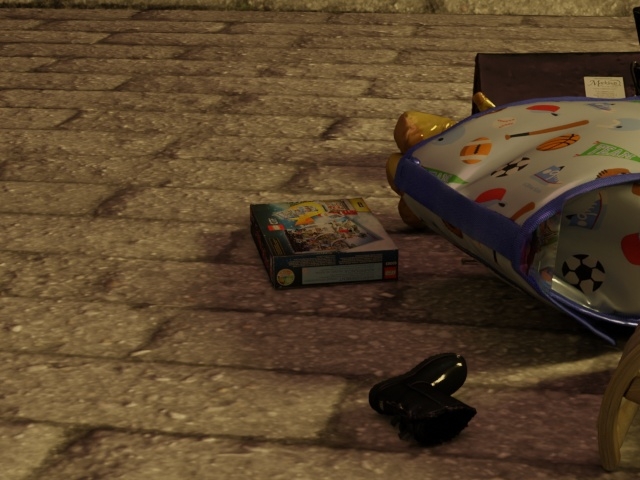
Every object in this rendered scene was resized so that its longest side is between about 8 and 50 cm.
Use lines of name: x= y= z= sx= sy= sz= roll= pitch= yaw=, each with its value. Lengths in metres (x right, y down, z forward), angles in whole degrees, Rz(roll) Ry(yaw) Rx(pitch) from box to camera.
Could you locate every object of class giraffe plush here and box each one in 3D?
giraffe plush: x=0.212 y=-0.093 z=1.934 sx=0.210 sy=0.181 sz=0.170 roll=-24 pitch=23 yaw=-14

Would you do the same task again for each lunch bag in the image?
lunch bag: x=0.315 y=-0.032 z=1.666 sx=0.385 sy=0.239 sz=0.328 roll=-1 pitch=18 yaw=-23

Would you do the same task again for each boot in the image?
boot: x=0.116 y=0.155 z=1.405 sx=0.121 sy=0.045 sz=0.099 roll=-19 pitch=22 yaw=-25

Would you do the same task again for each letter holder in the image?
letter holder: x=0.390 y=-0.167 z=2.246 sx=0.302 sy=0.214 sz=0.152 roll=0 pitch=50 yaw=2

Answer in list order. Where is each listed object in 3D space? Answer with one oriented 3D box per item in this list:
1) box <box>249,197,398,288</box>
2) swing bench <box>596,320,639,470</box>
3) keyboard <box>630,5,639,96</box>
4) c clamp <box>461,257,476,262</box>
box: x=0.000 y=0.000 z=1.884 sx=0.159 sy=0.044 sz=0.233 roll=-4 pitch=18 yaw=-9
swing bench: x=0.406 y=0.105 z=1.346 sx=0.255 sy=0.165 sz=0.253 roll=5 pitch=20 yaw=20
keyboard: x=0.466 y=-0.160 z=1.917 sx=0.033 sy=0.317 sz=0.201 roll=-17 pitch=20 yaw=-5
c clamp: x=0.268 y=0.000 z=1.903 sx=0.137 sy=0.022 sz=0.160 roll=4 pitch=19 yaw=15
